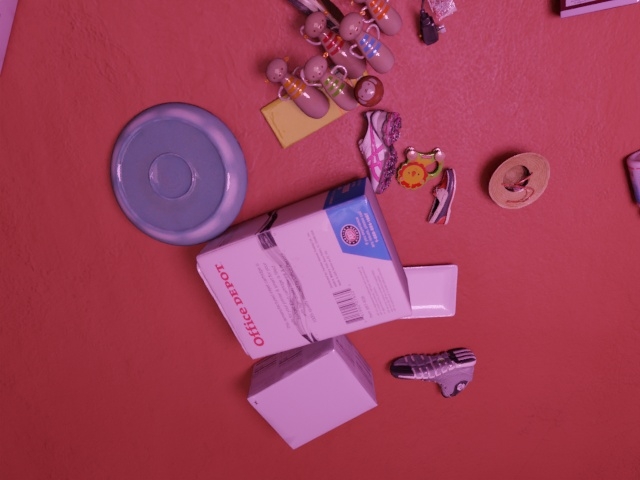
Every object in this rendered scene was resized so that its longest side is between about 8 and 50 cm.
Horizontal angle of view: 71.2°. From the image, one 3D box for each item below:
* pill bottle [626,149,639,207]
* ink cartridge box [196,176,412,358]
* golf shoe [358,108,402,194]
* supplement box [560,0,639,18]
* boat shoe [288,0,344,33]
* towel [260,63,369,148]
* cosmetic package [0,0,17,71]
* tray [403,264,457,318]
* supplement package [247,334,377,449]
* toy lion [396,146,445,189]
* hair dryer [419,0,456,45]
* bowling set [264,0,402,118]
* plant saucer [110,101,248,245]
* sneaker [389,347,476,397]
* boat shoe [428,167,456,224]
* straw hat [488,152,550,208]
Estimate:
[{"bbox_3d":[0.750,-0.122,0.998,0.087,0.087,0.160,-24,110,9],"label":"pill bottle"},{"bbox_3d":[-0.030,0.067,1.010,0.394,0.166,0.286,-19,110,14],"label":"ink cartridge box"},{"bbox_3d":[0.126,-0.195,0.989,0.085,0.067,0.186,18,120,27],"label":"golf shoe"},{"bbox_3d":[0.508,-0.547,0.810,0.130,0.073,0.240,4,117,34],"label":"supplement box"},{"bbox_3d":[-0.009,-0.458,0.887,0.152,0.056,0.049,34,134,-21],"label":"boat shoe"},{"bbox_3d":[-0.004,-0.300,0.965,0.237,0.021,0.102,-28,104,11],"label":"towel"},{"bbox_3d":[-0.727,-0.459,0.835,0.224,0.138,0.224,26,110,-11],"label":"cosmetic package"},{"bbox_3d":[0.205,0.129,1.128,0.270,0.030,0.145,-3,112,1],"label":"tray"},{"bbox_3d":[-0.019,0.373,1.163,0.261,0.145,0.204,-32,108,12],"label":"supplement package"},{"bbox_3d":[0.225,-0.161,1.015,0.100,0.034,0.096,1,119,-1],"label":"toy lion"},{"bbox_3d":[0.215,-0.545,0.826,0.223,0.080,0.293,-38,129,11],"label":"hair dryer"},{"bbox_3d":[0.046,-0.343,0.819,0.154,0.200,0.287,34,106,-33],"label":"bowling set"},{"bbox_3d":[-0.319,-0.140,0.978,0.317,0.044,0.318,1,100,6],"label":"plant saucer"},{"bbox_3d":[0.304,0.373,1.198,0.228,0.086,0.132,-8,114,2],"label":"sneaker"},{"bbox_3d":[0.280,-0.100,1.030,0.043,0.049,0.137,4,116,0],"label":"boat shoe"},{"bbox_3d":[0.433,-0.145,1.003,0.144,0.061,0.145,-3,128,-4],"label":"straw hat"}]
